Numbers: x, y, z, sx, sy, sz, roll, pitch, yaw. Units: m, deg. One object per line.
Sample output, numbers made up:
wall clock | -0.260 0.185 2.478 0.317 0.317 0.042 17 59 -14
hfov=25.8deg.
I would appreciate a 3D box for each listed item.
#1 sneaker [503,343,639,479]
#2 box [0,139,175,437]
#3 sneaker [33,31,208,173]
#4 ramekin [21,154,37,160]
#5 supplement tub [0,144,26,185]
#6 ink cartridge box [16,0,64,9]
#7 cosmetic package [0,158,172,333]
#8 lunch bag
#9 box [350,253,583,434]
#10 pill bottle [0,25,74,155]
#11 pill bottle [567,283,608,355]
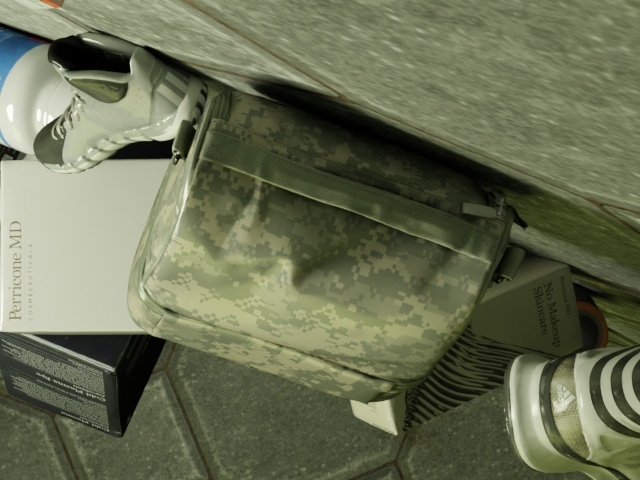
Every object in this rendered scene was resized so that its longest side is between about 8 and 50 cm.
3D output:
sneaker | 0.412 0.194 1.564 0.257 0.169 0.447 -12 166 32
box | -0.275 0.040 1.829 0.179 0.343 0.312 21 156 3
sneaker | -0.226 -0.143 1.332 0.228 0.086 0.132 -15 141 37
ramekin | -0.334 -0.116 2.235 0.277 0.135 0.277 23 177 1
supplement tub | -0.600 -0.193 2.140 0.207 0.207 0.338 22 176 16
ink cartridge box | -0.220 -0.198 1.040 0.063 0.029 0.115 25 177 -28
cosmetic package | -0.163 0.009 1.559 0.365 0.197 0.155 -2 177 0
lunch bag | 0.000 0.000 1.237 0.305 0.212 0.256 20 160 -8
box | 0.160 0.113 1.585 0.275 0.113 0.094 -22 -162 -25
pill bottle | -0.329 -0.163 1.526 0.221 0.124 0.124 20 176 27
pill bottle | 0.285 0.112 1.830 0.130 0.130 0.245 23 176 -15
